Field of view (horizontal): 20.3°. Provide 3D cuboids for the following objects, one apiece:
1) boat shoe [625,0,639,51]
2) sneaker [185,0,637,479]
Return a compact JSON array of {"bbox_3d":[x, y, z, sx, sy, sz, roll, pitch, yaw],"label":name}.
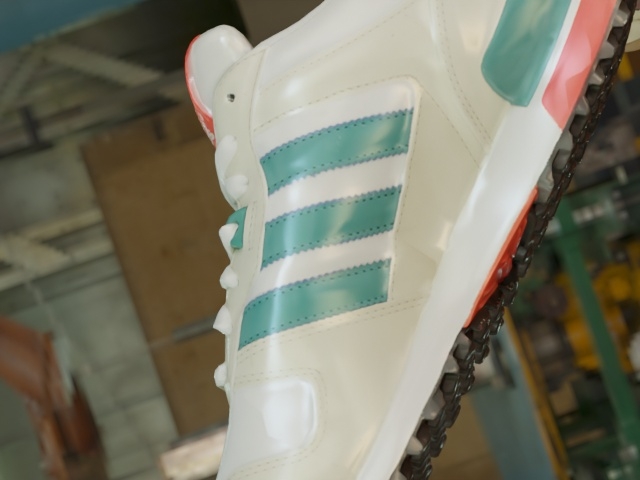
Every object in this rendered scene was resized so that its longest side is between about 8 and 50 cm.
[{"bbox_3d":[0.048,-0.180,0.836,0.103,0.285,0.092,-74,8,-46],"label":"boat shoe"},{"bbox_3d":[0.000,0.000,0.346,0.075,0.161,0.057,26,171,10],"label":"sneaker"}]
